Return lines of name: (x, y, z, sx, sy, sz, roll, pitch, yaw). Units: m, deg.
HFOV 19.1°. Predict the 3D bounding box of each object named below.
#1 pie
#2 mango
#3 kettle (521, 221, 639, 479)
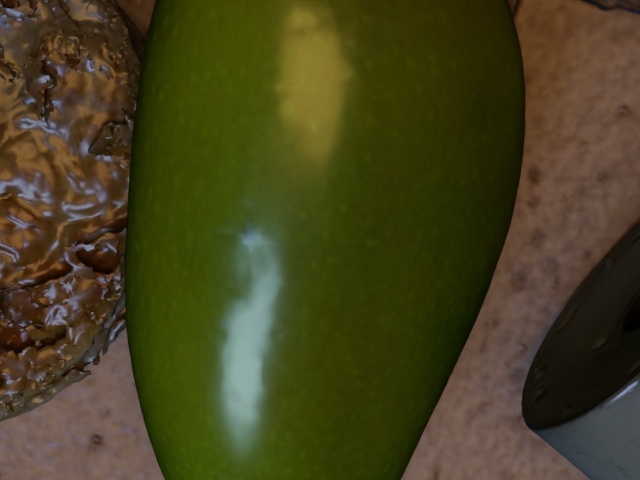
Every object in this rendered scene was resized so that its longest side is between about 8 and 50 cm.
pie: (-0.200, -0.034, 0.905, 0.274, 0.055, 0.274, 0, 101, -2)
mango: (0.000, 0.000, 0.864, 0.192, 0.156, 0.343, -12, 117, -44)
kettle: (0.256, 0.081, 0.903, 0.255, 0.165, 0.240, 39, 64, -7)
